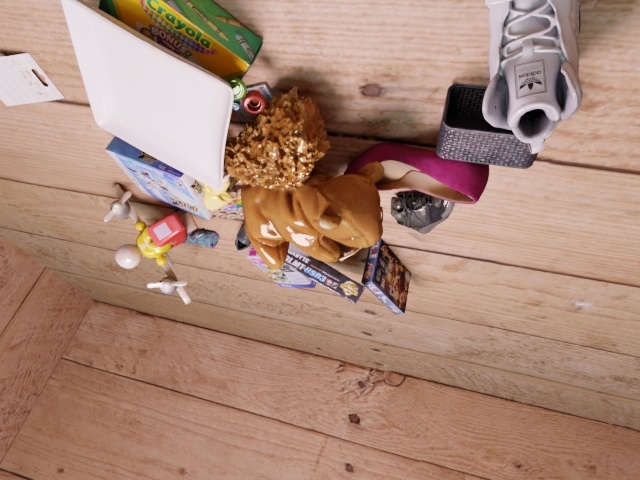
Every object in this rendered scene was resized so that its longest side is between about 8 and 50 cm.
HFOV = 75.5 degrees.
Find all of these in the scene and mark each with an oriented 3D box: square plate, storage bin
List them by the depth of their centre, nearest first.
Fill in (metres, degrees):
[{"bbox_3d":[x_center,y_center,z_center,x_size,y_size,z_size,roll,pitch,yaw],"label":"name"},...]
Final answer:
[{"bbox_3d":[0.320,-0.216,0.781,0.181,0.121,0.084,11,151,11],"label":"storage bin"},{"bbox_3d":[-0.342,-0.287,0.875,0.344,0.049,0.347,28,150,-3],"label":"square plate"}]

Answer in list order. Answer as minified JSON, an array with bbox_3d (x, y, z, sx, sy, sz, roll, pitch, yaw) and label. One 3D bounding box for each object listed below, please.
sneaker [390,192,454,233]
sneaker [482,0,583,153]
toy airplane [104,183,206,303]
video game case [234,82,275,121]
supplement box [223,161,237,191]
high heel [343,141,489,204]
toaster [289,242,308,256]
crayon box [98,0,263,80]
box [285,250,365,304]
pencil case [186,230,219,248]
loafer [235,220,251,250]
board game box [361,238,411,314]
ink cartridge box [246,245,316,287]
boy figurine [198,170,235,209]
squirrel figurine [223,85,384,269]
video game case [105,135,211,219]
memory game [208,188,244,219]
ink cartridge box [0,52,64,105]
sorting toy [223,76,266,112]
[{"bbox_3d":[0.260,-0.093,1.071,0.131,0.087,0.227,14,158,-7],"label":"sneaker"},{"bbox_3d":[0.291,-0.296,0.560,0.138,0.210,0.365,-1,147,29],"label":"sneaker"},{"bbox_3d":[-0.622,0.018,1.507,0.387,0.273,0.383,27,131,27],"label":"toy airplane"},{"bbox_3d":[-0.157,-0.322,0.970,0.122,0.011,0.087,0,147,29],"label":"video game case"},{"bbox_3d":[-0.304,-0.192,1.233,0.084,0.056,0.083,12,152,9],"label":"supplement box"},{"bbox_3d":[0.186,-0.134,0.937,0.378,0.181,0.127,-14,140,44],"label":"high heel"},{"bbox_3d":[-0.070,-0.060,1.224,0.186,0.167,0.110,24,152,-15],"label":"toaster"},{"bbox_3d":[-0.275,-0.405,0.810,0.279,0.081,0.165,30,149,-23],"label":"crayon box"},{"bbox_3d":[-0.003,0.106,1.400,0.294,0.073,0.295,29,177,3],"label":"box"},{"bbox_3d":[-0.486,-0.009,1.652,0.152,0.064,0.070,10,135,14],"label":"pencil case"},{"bbox_3d":[-0.257,-0.023,1.487,0.076,0.078,0.223,25,151,-15],"label":"loafer"},{"bbox_3d":[0.229,0.126,1.399,0.042,0.164,0.243,-7,144,36],"label":"board game box"},{"bbox_3d":[-0.140,0.124,1.709,0.186,0.065,0.311,-2,148,32],"label":"ink cartridge box"},{"bbox_3d":[-0.286,-0.190,1.092,0.177,0.092,0.284,37,148,34],"label":"boy figurine"},{"bbox_3d":[-0.039,-0.118,0.931,0.396,0.281,0.371,57,160,-23],"label":"squirrel figurine"},{"bbox_3d":[-0.477,-0.185,1.266,0.270,0.061,0.244,22,160,15],"label":"video game case"},{"bbox_3d":[-0.262,-0.112,1.305,0.187,0.012,0.186,-14,159,-5],"label":"memory game"},{"bbox_3d":[-0.808,-0.439,1.105,0.180,0.045,0.145,-7,148,5],"label":"ink cartridge box"},{"bbox_3d":[-0.158,-0.297,0.834,0.061,0.042,0.102,-32,138,30],"label":"sorting toy"}]
